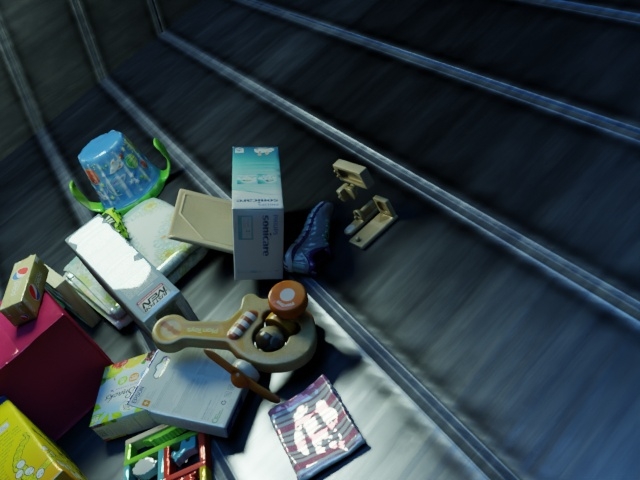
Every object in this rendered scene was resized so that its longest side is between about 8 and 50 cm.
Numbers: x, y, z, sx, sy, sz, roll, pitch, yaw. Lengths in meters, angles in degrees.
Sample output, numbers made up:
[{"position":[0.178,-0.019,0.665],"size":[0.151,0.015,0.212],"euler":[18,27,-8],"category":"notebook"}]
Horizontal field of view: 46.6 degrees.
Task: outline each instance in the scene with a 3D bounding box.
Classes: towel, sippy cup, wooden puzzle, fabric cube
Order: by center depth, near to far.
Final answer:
[{"position":[-0.014,0.354,1.412],"size":[0.144,0.029,0.197],"euler":[-33,35,-3],"category":"towel"},{"position":[-0.680,0.292,1.783],"size":[0.259,0.254,0.258],"euler":[-42,38,-17],"category":"fabric cube"},{"position":[-0.290,-0.044,2.008],"size":[0.221,0.044,0.238],"euler":[14,35,-10],"category":"wooden puzzle"},{"position":[-0.508,0.052,2.080],"size":[0.374,0.090,0.320],"euler":[-45,47,-19],"category":"towel"},{"position":[-0.668,-0.232,2.451],"size":[0.240,0.224,0.305],"euler":[18,57,47],"category":"sippy cup"}]

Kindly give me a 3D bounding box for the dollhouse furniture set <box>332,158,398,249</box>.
[{"position":[0.074,-0.089,1.796],"size":[0.123,0.151,0.144],"euler":[-42,34,-16],"category":"dollhouse furniture set"}]

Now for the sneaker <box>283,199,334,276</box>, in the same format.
[{"position":[0.000,0.000,1.824],"size":[0.098,0.083,0.223],"euler":[18,59,22],"category":"sneaker"}]

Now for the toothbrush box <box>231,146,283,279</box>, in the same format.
[{"position":[-0.158,-0.072,1.864],"size":[0.126,0.216,0.295],"euler":[-2,37,-6],"category":"toothbrush box"}]

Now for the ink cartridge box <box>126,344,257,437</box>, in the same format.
[{"position":[-0.261,0.297,1.578],"size":[0.224,0.045,0.223],"euler":[10,44,14],"category":"ink cartridge box"}]

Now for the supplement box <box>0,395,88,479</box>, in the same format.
[{"position":[-0.604,0.506,1.510],"size":[0.195,0.194,0.357],"euler":[-45,38,-20],"category":"supplement box"}]

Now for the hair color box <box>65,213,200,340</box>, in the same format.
[{"position":[-0.454,0.110,1.815],"size":[0.113,0.185,0.374],"euler":[-41,54,-17],"category":"hair color box"}]

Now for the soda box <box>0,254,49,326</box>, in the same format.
[{"position":[-0.692,0.115,1.740],"size":[0.061,0.058,0.181],"euler":[-23,35,7],"category":"soda box"}]

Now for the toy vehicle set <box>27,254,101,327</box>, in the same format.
[{"position":[-0.728,0.140,2.081],"size":[0.035,0.166,0.267],"euler":[-45,37,-20],"category":"toy vehicle set"}]

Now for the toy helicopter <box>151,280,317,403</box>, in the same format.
[{"position":[-0.184,0.215,1.555],"size":[0.355,0.140,0.235],"euler":[0,53,9],"category":"toy helicopter"}]

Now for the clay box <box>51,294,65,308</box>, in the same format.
[{"position":[-0.815,0.258,2.096],"size":[0.222,0.053,0.127],"euler":[-44,37,-21],"category":"clay box"}]

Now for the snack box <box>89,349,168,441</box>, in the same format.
[{"position":[-0.400,0.341,1.674],"size":[0.207,0.070,0.174],"euler":[-20,38,16],"category":"snack box"}]

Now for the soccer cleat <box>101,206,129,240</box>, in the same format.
[{"position":[-0.589,-0.030,2.097],"size":[0.072,0.060,0.179],"euler":[-38,37,1],"category":"soccer cleat"}]

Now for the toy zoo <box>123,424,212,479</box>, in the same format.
[{"position":[-0.304,0.479,1.467],"size":[0.192,0.030,0.293],"euler":[-26,35,6],"category":"toy zoo"}]
